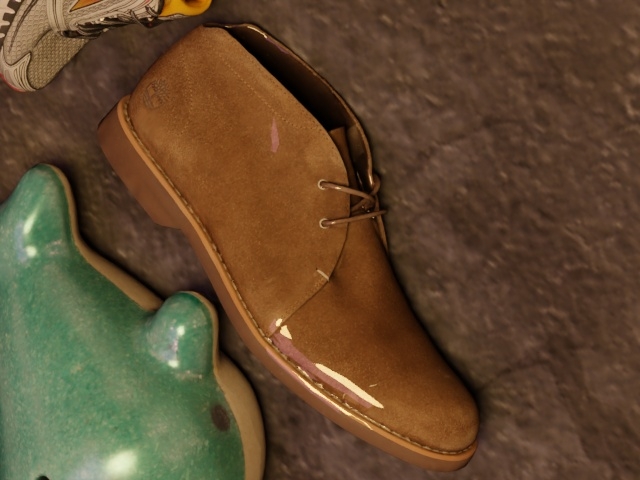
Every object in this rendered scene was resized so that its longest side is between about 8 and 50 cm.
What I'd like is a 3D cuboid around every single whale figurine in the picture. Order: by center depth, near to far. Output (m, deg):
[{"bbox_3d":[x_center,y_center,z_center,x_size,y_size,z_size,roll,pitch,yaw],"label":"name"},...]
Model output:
[{"bbox_3d":[-0.156,0.092,1.245,0.216,0.141,0.272,-30,88,36],"label":"whale figurine"}]

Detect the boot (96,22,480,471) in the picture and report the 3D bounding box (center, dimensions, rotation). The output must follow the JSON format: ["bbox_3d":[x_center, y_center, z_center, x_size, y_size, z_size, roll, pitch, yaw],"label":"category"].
[{"bbox_3d":[0.000,0.000,1.145,0.305,0.112,0.115,49,114,12],"label":"boot"}]

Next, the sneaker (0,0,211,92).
[{"bbox_3d":[-0.120,-0.156,1.175,0.225,0.088,0.093,-41,83,35],"label":"sneaker"}]
